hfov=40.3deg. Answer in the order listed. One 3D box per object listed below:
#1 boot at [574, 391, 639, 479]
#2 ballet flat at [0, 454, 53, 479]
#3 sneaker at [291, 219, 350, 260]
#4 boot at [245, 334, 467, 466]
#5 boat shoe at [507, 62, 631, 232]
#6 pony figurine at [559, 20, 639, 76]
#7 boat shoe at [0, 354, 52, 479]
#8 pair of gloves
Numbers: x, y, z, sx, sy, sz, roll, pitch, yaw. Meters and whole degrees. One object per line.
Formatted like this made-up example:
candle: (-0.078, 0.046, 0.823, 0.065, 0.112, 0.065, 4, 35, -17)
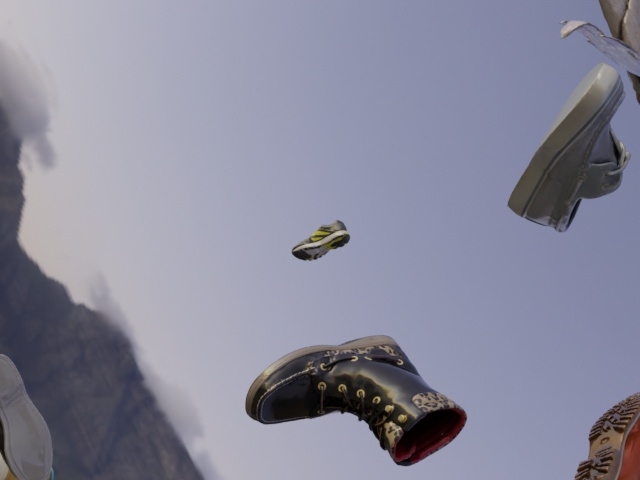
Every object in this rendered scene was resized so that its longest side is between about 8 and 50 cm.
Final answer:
boot: (0.322, 0.228, 0.905, 0.084, 0.158, 0.059, 44, -41, -3)
ballet flat: (-0.414, 0.287, 1.087, 0.073, 0.080, 0.232, 31, -25, -35)
sneaker: (0.000, 0.000, 1.171, 0.031, 0.083, 0.035, 58, 16, -48)
boot: (0.073, 0.325, 1.715, 0.284, 0.377, 0.138, 37, -52, 48)
boat shoe: (0.241, -0.075, 0.799, 0.081, 0.079, 0.227, 31, -22, 9)
pony figurine: (0.401, -0.080, 0.750, 0.303, 0.350, 0.364, 4, -102, 66)
boat shoe: (-0.277, 0.160, 0.771, 0.038, 0.046, 0.125, -10, -73, 36)
pair of gloves: (0.353, -0.264, 0.946, 0.042, 0.240, 0.204, -12, -64, 37)
